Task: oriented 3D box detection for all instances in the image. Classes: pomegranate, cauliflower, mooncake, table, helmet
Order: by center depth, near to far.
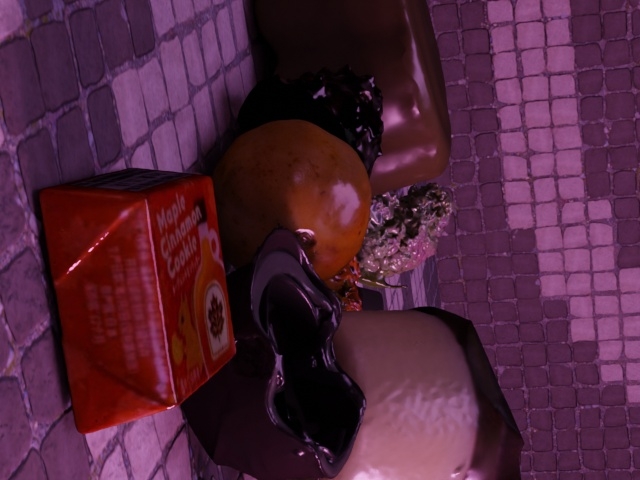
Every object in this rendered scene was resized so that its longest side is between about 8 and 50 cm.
[{"bbox_3d":[-0.077,0.148,1.373,0.225,0.177,0.305,-20,92,-65],"label":"helmet"},{"bbox_3d":[-0.038,-0.047,1.525,0.233,0.233,0.233,-5,90,-77],"label":"pomegranate"},{"bbox_3d":[0.064,-0.307,1.944,0.467,0.262,0.466,-11,90,-76],"label":"mooncake"},{"bbox_3d":[0.067,0.148,1.994,0.133,0.043,0.133,-166,-90,-77],"label":"table"},{"bbox_3d":[0.102,-0.058,2.149,0.256,0.239,0.315,-13,81,-52],"label":"cauliflower"}]

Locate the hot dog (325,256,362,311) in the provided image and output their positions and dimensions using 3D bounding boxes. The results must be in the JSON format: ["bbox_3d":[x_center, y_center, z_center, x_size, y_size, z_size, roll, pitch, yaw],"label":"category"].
[{"bbox_3d":[0.008,0.126,1.873,0.348,0.117,0.158,-77,162,-53],"label":"hot dog"}]

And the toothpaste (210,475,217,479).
[{"bbox_3d":[-0.129,0.383,1.376,0.057,0.035,0.197,75,12,-61],"label":"toothpaste"}]

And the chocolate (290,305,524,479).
[{"bbox_3d":[0.052,0.258,1.587,0.314,0.297,0.326,-47,-123,46],"label":"chocolate"}]

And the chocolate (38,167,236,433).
[{"bbox_3d":[-0.172,0.046,1.144,0.237,0.108,0.234,-30,113,-75],"label":"chocolate"}]

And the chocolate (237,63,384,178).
[{"bbox_3d":[0.013,-0.179,1.694,0.177,0.206,0.224,-45,135,-33],"label":"chocolate"}]

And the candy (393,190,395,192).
[{"bbox_3d":[0.105,-0.138,2.443,0.234,0.102,0.104,-12,96,-76],"label":"candy"}]
